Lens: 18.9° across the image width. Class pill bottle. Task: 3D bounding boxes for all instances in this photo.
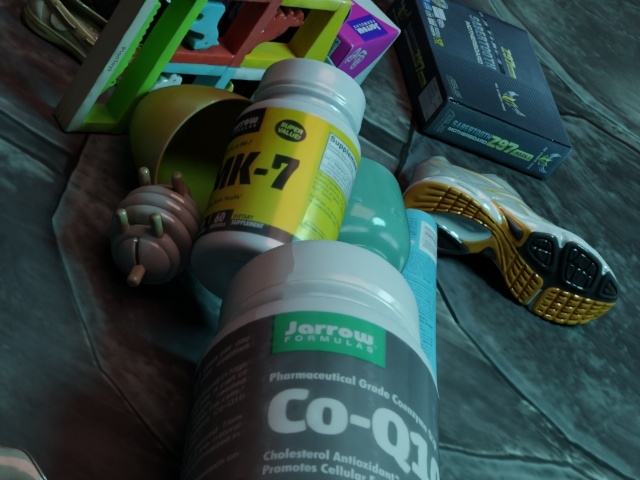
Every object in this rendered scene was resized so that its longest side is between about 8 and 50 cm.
[{"bbox_3d":[-0.032,-0.050,1.699,0.119,0.119,0.208,27,59,-17],"label":"pill bottle"},{"bbox_3d":[-0.007,0.175,1.496,0.204,0.204,0.361,26,34,-18],"label":"pill bottle"}]

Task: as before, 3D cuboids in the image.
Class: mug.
[{"bbox_3d":[0.007,0.004,1.806,0.129,0.157,0.097,55,17,-45],"label":"mug"}]

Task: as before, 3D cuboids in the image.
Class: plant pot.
[{"bbox_3d":[-0.125,-0.093,1.798,0.134,0.134,0.095,1,27,-44],"label":"plant pot"}]

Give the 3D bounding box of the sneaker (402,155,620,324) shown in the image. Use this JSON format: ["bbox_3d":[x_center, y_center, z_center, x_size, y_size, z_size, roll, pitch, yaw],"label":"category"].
[{"bbox_3d":[0.207,-0.013,2.036,0.262,0.099,0.121,31,29,-12],"label":"sneaker"}]

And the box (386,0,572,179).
[{"bbox_3d":[0.185,-0.190,2.260,0.183,0.059,0.233,20,37,-28],"label":"box"}]

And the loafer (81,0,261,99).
[{"bbox_3d":[-0.153,-0.220,1.966,0.220,0.080,0.078,37,27,-20],"label":"loafer"}]

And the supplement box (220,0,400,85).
[{"bbox_3d":[-0.040,-0.254,2.074,0.220,0.114,0.111,47,32,10],"label":"supplement box"}]

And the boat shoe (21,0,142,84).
[{"bbox_3d":[-0.220,-0.203,1.895,0.153,0.048,0.056,33,33,-8],"label":"boat shoe"}]

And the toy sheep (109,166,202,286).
[{"bbox_3d":[-0.147,-0.007,1.693,0.091,0.091,0.132,34,45,-6],"label":"toy sheep"}]

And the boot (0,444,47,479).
[{"bbox_3d":[-0.259,0.173,1.412,0.118,0.042,0.087,47,40,16],"label":"boot"}]

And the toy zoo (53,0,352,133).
[{"bbox_3d":[-0.094,-0.176,1.852,0.293,0.192,0.030,-2,49,-44],"label":"toy zoo"}]

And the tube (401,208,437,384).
[{"bbox_3d":[0.085,0.056,1.878,0.080,0.052,0.207,23,41,-14],"label":"tube"}]

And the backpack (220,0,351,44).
[{"bbox_3d":[-0.035,-0.238,1.944,0.105,0.114,0.084,30,28,-43],"label":"backpack"}]
